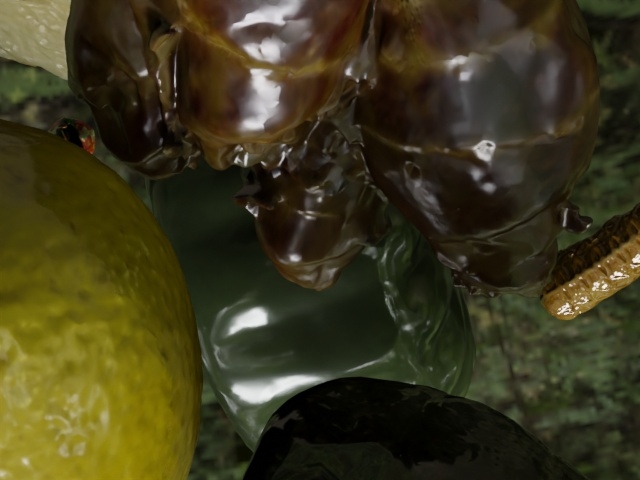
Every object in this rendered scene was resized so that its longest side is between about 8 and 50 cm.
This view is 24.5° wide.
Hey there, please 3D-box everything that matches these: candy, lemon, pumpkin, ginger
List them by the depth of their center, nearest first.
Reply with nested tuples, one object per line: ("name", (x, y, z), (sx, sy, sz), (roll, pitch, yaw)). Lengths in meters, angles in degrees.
("pumpkin", (0.082, 0.241, 0.801), (0.232, 0.325, 0.242), (3, -153, 33))
("lemon", (-0.185, 0.079, 0.809), (0.245, 0.245, 0.320), (-11, 119, 3))
("ginger", (0.021, -0.101, 0.840), (0.357, 0.152, 0.274), (33, 106, -22))
("candy", (-0.283, -0.048, 1.674), (0.055, 0.184, 0.049), (3, -167, 7))

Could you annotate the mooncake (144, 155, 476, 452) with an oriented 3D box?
("mooncake", (0.000, 0.000, 1.128), (0.187, 0.351, 0.351), (-16, 155, 6))

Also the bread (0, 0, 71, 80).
("bread", (-0.103, -0.316, 1.394), (0.390, 0.371, 0.279), (22, 148, 3))

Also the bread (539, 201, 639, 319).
("bread", (0.233, 0.012, 1.175), (0.044, 0.052, 0.157), (3, 149, -40))
